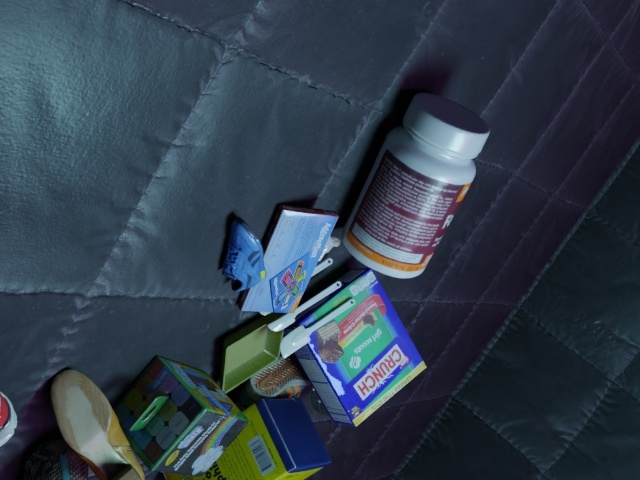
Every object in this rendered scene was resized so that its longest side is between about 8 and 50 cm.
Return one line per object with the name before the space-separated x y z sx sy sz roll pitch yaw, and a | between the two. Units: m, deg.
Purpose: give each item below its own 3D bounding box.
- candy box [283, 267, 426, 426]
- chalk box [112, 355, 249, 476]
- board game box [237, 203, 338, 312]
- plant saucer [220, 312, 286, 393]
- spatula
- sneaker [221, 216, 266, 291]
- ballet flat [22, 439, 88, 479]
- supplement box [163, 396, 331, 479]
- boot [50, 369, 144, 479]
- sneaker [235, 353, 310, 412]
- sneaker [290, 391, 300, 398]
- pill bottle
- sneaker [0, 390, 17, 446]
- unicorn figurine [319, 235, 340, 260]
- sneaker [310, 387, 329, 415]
candy box | 0.085 0.274 2.132 0.268 0.122 0.317 -36 105 -26
chalk box | -0.324 0.384 1.801 0.180 0.179 0.289 -48 152 -1
board game box | -0.075 0.047 1.853 0.145 0.027 0.281 7 123 -31
plant saucer | -0.175 0.264 2.011 0.188 0.045 0.188 -29 146 -35
spatula | -0.033 0.152 2.000 0.242 0.168 0.019 -32 -171 -26
sneaker | -0.167 0.037 1.716 0.082 0.069 0.209 -34 149 -21
ballet flat | -0.573 0.629 1.724 0.164 0.182 0.483 1 128 -27
supplement box | -0.190 0.571 2.100 0.356 0.195 0.194 -37 156 18
boot | -0.451 0.392 1.650 0.104 0.295 0.211 -31 -177 -20
sneaker | -0.116 0.382 2.202 0.302 0.108 0.121 -11 149 -53
sneaker | -0.100 0.445 2.350 0.188 0.066 0.071 -55 169 22
pill bottle | 0.222 -0.127 1.916 0.224 0.224 0.392 -14 136 -49
sneaker | -0.653 0.343 1.377 0.279 0.107 0.118 -40 133 -25
unicorn figurine | 0.000 0.000 1.925 0.111 0.060 0.162 -32 151 -23
sneaker | 0.100 0.321 2.366 0.182 0.158 0.410 -73 -171 -73
